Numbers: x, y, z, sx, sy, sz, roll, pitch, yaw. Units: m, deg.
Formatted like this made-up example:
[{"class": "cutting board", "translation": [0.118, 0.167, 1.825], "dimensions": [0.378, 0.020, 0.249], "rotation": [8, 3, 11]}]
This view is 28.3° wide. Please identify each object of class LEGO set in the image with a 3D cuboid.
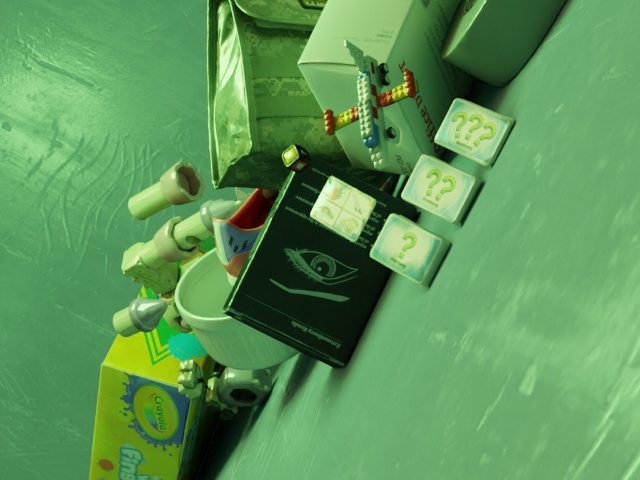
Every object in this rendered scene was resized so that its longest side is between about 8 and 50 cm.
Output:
[{"class": "LEGO set", "translation": [0.054, -0.086, 1.270], "dimensions": [0.244, 0.060, 0.182], "rotation": [32, 96, 44]}]

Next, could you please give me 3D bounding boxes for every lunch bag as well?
[{"class": "lunch bag", "translation": [-0.018, -0.216, 1.634], "dimensions": [0.169, 0.235, 0.287], "rotation": [141, 127, -59]}]

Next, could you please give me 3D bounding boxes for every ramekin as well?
[{"class": "ramekin", "translation": [-0.087, 0.086, 1.753], "dimensions": [0.207, 0.207, 0.109], "rotation": [-70, -34, -53]}]

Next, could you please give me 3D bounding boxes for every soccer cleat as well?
[{"class": "soccer cleat", "translation": [-0.014, -0.059, 1.713], "dimensions": [0.318, 0.116, 0.109], "rotation": [-40, 34, -28]}]

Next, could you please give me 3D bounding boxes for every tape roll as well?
[{"class": "tape roll", "translation": [0.210, -0.274, 1.346], "dimensions": [0.219, 0.072, 0.219], "rotation": [-61, 6, 12]}]

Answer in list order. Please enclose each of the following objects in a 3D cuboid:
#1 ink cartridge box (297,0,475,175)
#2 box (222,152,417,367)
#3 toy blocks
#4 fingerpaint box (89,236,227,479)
[{"class": "ink cartridge box", "translation": [0.103, -0.246, 1.482], "dimensions": [0.283, 0.117, 0.207], "rotation": [-66, -32, -25]}, {"class": "box", "translation": [-0.003, 0.025, 1.480], "dimensions": [0.207, 0.153, 0.108], "rotation": [-63, 5, -7]}, {"class": "toy blocks", "translation": [-0.125, 0.054, 1.933], "dimensions": [0.260, 0.289, 0.308], "rotation": [-25, 44, 33]}, {"class": "fingerpaint box", "translation": [-0.270, 0.265, 2.236], "dimensions": [0.371, 0.163, 0.444], "rotation": [-70, -5, -49]}]
